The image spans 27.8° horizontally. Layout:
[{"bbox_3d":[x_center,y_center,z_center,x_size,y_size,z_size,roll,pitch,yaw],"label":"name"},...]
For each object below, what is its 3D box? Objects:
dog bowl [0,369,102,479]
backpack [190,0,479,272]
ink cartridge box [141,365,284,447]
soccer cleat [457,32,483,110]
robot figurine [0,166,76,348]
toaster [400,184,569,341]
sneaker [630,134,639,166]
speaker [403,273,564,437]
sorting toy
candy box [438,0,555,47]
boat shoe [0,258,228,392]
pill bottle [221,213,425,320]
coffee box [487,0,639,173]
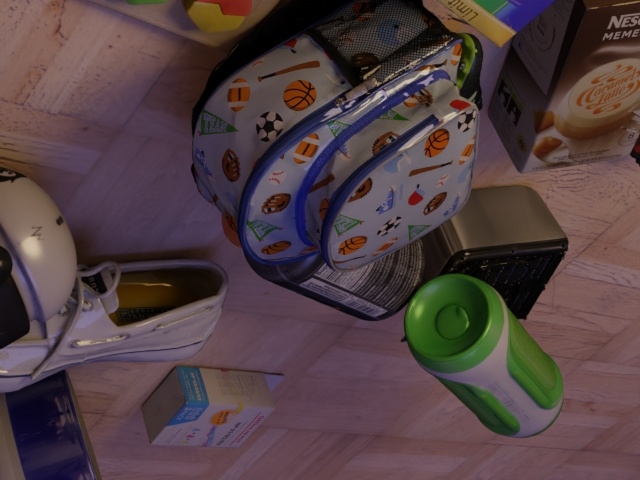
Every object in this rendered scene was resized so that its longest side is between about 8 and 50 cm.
[{"bbox_3d":[-0.320,0.294,1.564,0.104,0.265,0.265,-17,146,-10],"label":"dog bowl"},{"bbox_3d":[0.014,-0.090,1.234,0.263,0.213,0.276,-26,147,-12],"label":"backpack"},{"bbox_3d":[-0.136,0.229,1.753,0.181,0.062,0.104,9,136,-37],"label":"ink cartridge box"},{"bbox_3d":[0.145,-0.161,1.375,0.072,0.060,0.179,-17,154,-24],"label":"soccer cleat"},{"bbox_3d":[-0.372,0.040,1.235,0.278,0.209,0.174,-29,142,-20],"label":"robot figurine"},{"bbox_3d":[0.190,0.028,1.607,0.185,0.110,0.168,-6,143,-21],"label":"toaster"},{"bbox_3d":[0.451,-0.173,1.486,0.097,0.135,0.276,-14,171,-32],"label":"sneaker"},{"bbox_3d":[0.204,0.146,1.566,0.131,0.131,0.296,-29,146,12],"label":"speaker"},{"bbox_3d":[-0.097,-0.252,1.126,0.208,0.038,0.193,12,134,-40],"label":"sorting toy"},{"bbox_3d":[0.177,-0.345,1.071,0.317,0.122,0.268,-38,143,25],"label":"candy box"},{"bbox_3d":[-0.259,0.067,1.398,0.367,0.136,0.156,-1,142,-32],"label":"boat shoe"},{"bbox_3d":[0.000,0.000,1.448,0.130,0.130,0.245,-37,142,23],"label":"pill bottle"},{"bbox_3d":[0.283,-0.192,1.361,0.141,0.098,0.246,-10,145,-16],"label":"coffee box"}]
